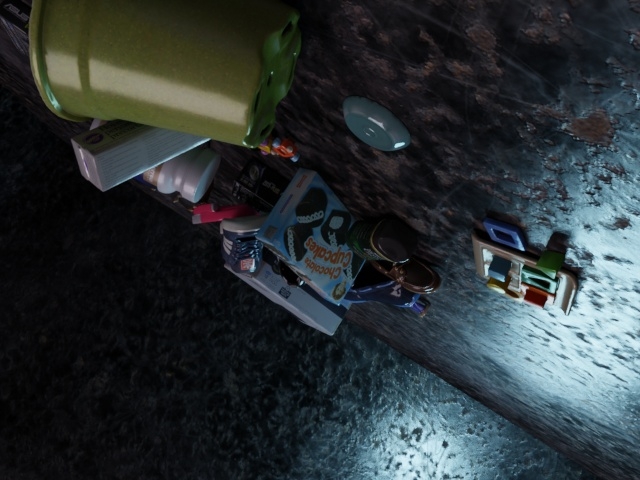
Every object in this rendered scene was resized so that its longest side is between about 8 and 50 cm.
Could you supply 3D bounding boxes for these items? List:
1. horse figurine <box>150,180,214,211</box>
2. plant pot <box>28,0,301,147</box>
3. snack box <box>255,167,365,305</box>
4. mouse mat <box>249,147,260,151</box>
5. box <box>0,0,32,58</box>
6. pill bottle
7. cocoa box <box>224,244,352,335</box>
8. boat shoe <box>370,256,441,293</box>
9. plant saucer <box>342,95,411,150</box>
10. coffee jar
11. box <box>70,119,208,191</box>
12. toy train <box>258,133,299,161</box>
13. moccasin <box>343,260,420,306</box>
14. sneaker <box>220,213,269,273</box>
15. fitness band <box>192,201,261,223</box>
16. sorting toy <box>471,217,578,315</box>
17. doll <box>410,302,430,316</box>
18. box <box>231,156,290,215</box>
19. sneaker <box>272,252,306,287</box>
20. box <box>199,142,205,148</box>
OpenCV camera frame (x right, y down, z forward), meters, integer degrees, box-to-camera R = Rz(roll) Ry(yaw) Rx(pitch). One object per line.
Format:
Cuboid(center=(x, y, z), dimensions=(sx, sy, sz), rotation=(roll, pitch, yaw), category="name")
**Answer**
Cuboid(center=(-0.393, -0.196, 1.712), dimensions=(0.263, 0.175, 0.066), rotation=(31, -178, 16), category="horse figurine")
Cuboid(center=(-0.169, -0.244, 0.768), dimensions=(0.253, 0.276, 0.276), rotation=(20, 167, 5), category="plant pot")
Cuboid(center=(0.000, 0.000, 1.401), dimensions=(0.060, 0.187, 0.322), rotation=(21, 164, 39), category="snack box")
Cuboid(center=(-0.206, -0.245, 1.261), dimensions=(0.189, 0.007, 0.152), rotation=(37, -172, -5), category="mouse mat")
Cuboid(center=(-0.708, -0.500, 1.586), dimensions=(0.216, 0.060, 0.270), rotation=(35, 169, -10), category="box")
Cuboid(center=(-0.370, -0.199, 1.365), dimensions=(0.264, 0.153, 0.153), rotation=(27, 168, 1), category="pill bottle")
Cuboid(center=(-0.073, 0.094, 1.887), dimensions=(0.347, 0.228, 0.231), rotation=(39, 167, -27), category="cocoa box")
Cuboid(center=(0.190, 0.064, 1.440), dimensions=(0.207, 0.073, 0.073), rotation=(22, 166, 43), category="boat shoe")
Cuboid(center=(0.079, -0.169, 0.907), dimensions=(0.119, 0.021, 0.119), rotation=(32, 169, 7), category="plant saucer")
Cuboid(center=(0.132, 0.001, 1.320), dimensions=(0.096, 0.079, 0.184), rotation=(37, 168, -16), category="coffee jar")
Cuboid(center=(-0.207, -0.179, 0.912), dimensions=(0.063, 0.324, 0.067), rotation=(34, 143, 31), category="box")
Cuboid(center=(-0.115, -0.217, 1.188), dimensions=(0.166, 0.046, 0.125), rotation=(34, 168, -20), category="toy train")
Cuboid(center=(0.130, 0.093, 1.658), dimensions=(0.341, 0.138, 0.117), rotation=(-3, 140, 48), category="moccasin")
Cuboid(center=(-0.197, 0.013, 1.602), dimensions=(0.131, 0.148, 0.350), rotation=(-6, 179, -11), category="sneaker")
Cuboid(center=(-0.253, -0.087, 1.766), dimensions=(0.208, 0.054, 0.290), rotation=(-8, -176, -34), category="fitness band")
Cuboid(center=(0.355, 0.072, 1.086), dimensions=(0.196, 0.047, 0.348), rotation=(28, 168, 26), category="sorting toy")
Cuboid(center=(0.231, 0.162, 1.801), dimensions=(0.189, 0.046, 0.129), rotation=(32, 168, 4), category="doll")
Cuboid(center=(-0.145, -0.125, 1.554), dimensions=(0.147, 0.078, 0.180), rotation=(34, 169, -5), category="box")
Cuboid(center=(-0.042, 0.066, 1.518), dimensions=(0.102, 0.146, 0.293), rotation=(-7, 142, 28), category="sneaker")
Cuboid(center=(-0.431, -0.320, 1.536), dimensions=(0.322, 0.079, 0.257), rotation=(34, 170, -6), category="box")
